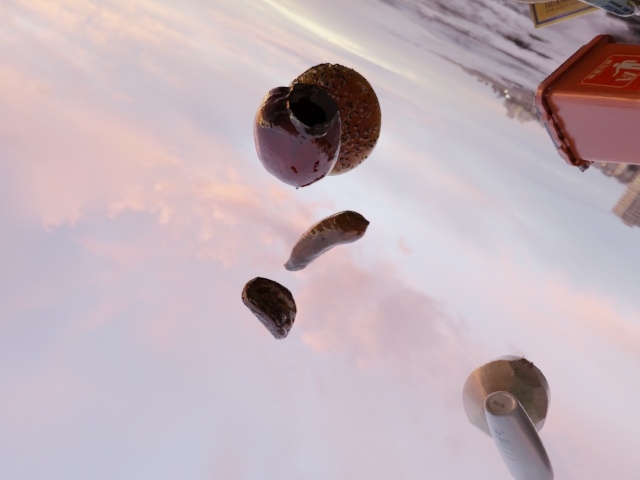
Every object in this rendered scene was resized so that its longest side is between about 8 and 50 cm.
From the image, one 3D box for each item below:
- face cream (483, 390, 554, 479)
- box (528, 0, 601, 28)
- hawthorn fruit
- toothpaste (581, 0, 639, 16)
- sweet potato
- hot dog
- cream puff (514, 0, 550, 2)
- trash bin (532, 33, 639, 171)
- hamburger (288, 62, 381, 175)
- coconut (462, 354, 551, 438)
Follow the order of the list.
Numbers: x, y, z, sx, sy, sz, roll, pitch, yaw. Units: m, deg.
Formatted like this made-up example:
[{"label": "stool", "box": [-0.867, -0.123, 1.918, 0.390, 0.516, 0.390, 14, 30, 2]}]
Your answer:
[{"label": "face cream", "box": [0.276, 0.285, 0.707, 0.051, 0.182, 0.072, -43, -152, -27]}, {"label": "box", "box": [0.658, -0.601, 1.201, 0.301, 0.084, 0.192, -34, -158, -32]}, {"label": "hawthorn fruit", "box": [-0.047, -0.222, 1.136, 0.215, 0.250, 0.215, -3, -140, 3]}, {"label": "toothpaste", "box": [0.347, -0.319, 0.634, 0.255, 0.067, 0.037, -2, -103, -33]}, {"label": "sweet potato", "box": [-0.002, -0.001, 1.340, 0.097, 0.291, 0.097, 38, -144, -35]}, {"label": "hot dog", "box": [-0.101, 0.138, 1.054, 0.147, 0.065, 0.099, 56, -143, -24]}, {"label": "cream puff", "box": [0.439, -0.641, 0.997, 0.326, 0.231, 0.343, 5, 166, 13]}, {"label": "trash bin", "box": [0.458, -0.183, 0.737, 0.184, 0.161, 0.238, 50, 178, -27]}, {"label": "hamburger", "box": [0.021, -0.323, 1.366, 0.300, 0.300, 0.176, 22, -177, -10]}, {"label": "coconut", "box": [0.475, 0.404, 1.295, 0.224, 0.224, 0.234, 38, -171, 28]}]
